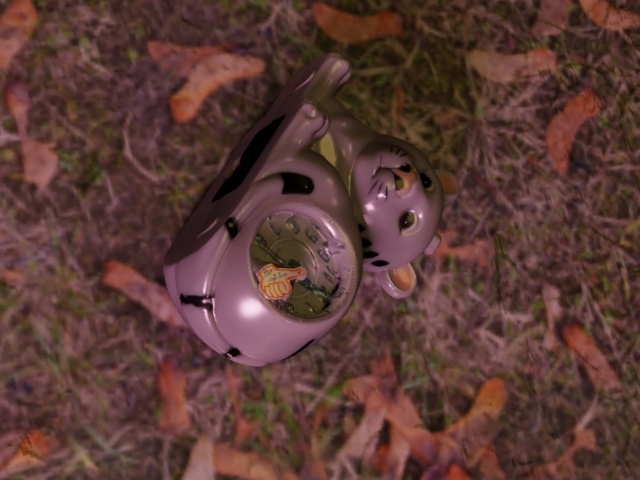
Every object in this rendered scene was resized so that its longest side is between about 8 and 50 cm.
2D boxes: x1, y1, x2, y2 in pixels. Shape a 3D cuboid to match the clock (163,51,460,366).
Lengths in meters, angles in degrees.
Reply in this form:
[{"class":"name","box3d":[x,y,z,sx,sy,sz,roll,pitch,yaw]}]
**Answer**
[{"class":"clock","box3d":[0.000,0.000,0.917,0.117,0.080,0.176,41,58,-14]}]
